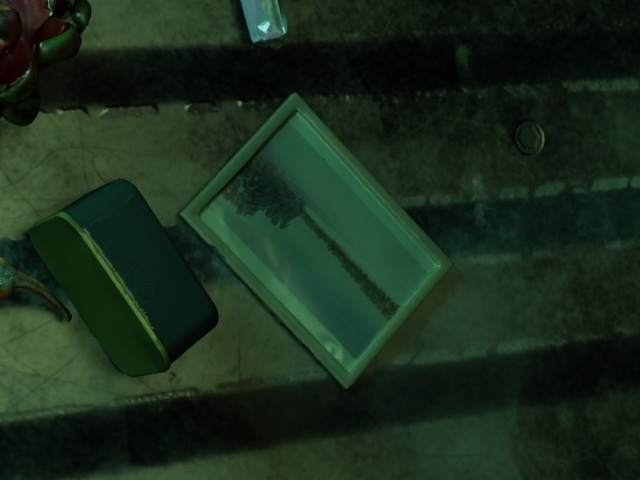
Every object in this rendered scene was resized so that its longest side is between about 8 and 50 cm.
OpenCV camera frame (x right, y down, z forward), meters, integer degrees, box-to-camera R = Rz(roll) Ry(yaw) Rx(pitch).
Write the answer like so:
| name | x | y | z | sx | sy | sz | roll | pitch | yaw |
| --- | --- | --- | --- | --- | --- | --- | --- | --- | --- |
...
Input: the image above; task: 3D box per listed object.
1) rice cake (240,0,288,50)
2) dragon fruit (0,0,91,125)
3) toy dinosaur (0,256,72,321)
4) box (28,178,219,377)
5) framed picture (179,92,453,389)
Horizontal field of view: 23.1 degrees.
| name | x | y | z | sx | sy | sz | roll | pitch | yaw |
| --- | --- | --- | --- | --- | --- | --- | --- | --- | --- |
| rice cake | -0.089 | -0.351 | 1.816 | 0.049 | 0.055 | 0.270 | -16 | 93 | -21 |
| dragon fruit | -0.349 | -0.222 | 1.604 | 0.218 | 0.198 | 0.273 | 48 | 66 | -4 |
| toy dinosaur | -0.376 | 0.032 | 1.616 | 0.279 | 0.101 | 0.055 | 14 | 68 | -34 |
| box | -0.206 | 0.038 | 1.670 | 0.090 | 0.144 | 0.201 | -37 | 99 | -27 |
| framed picture | 0.000 | 0.000 | 1.839 | 0.289 | 0.016 | 0.213 | 47 | 68 | -13 |
